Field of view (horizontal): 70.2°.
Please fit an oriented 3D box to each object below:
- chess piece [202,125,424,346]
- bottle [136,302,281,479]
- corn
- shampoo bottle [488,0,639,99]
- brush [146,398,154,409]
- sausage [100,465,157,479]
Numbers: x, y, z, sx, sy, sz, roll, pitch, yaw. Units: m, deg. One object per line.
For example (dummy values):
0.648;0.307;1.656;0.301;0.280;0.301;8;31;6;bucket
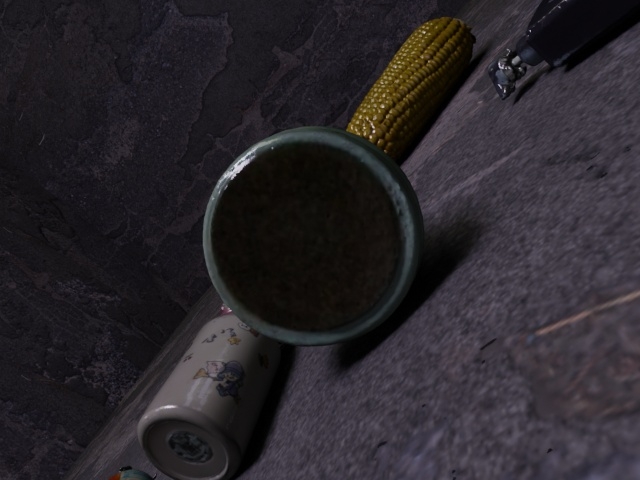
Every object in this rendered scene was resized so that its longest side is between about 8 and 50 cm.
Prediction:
0.011;-0.022;0.513;0.194;0.194;0.299;-47;0;14;chess piece
-0.106;0.149;0.531;0.110;0.110;0.233;-45;11;27;bottle
0.180;-0.301;0.907;0.387;0.144;0.144;-52;10;-19;corn
0.284;-0.251;0.430;0.098;0.071;0.309;-56;12;-31;shampoo bottle
-0.363;0.359;1.154;0.336;0.020;0.085;-44;11;31;brush
-0.193;0.298;0.435;0.083;0.083;0.264;-52;11;-18;sausage
